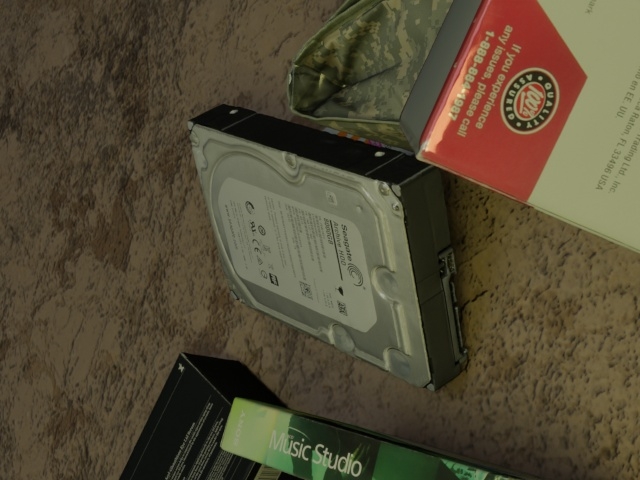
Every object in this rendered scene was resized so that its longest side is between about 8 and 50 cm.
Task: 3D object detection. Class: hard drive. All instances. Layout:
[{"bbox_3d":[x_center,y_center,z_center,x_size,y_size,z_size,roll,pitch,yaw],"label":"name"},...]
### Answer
[{"bbox_3d":[0.000,0.000,1.258,0.339,0.064,0.237,21,132,45],"label":"hard drive"}]

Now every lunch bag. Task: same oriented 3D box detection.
[{"bbox_3d":[0.139,-0.156,1.129,0.287,0.235,0.169,-7,79,44],"label":"lunch bag"}]

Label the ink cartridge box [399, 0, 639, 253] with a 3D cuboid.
[{"bbox_3d":[0.289,-0.119,0.863,0.160,0.384,0.279,-97,31,-78],"label":"ink cartridge box"}]

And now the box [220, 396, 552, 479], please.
[{"bbox_3d":[0.099,0.212,1.070,0.322,0.232,0.059,6,79,45],"label":"box"}]

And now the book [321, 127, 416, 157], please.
[{"bbox_3d":[0.052,-0.102,1.351,0.144,0.035,0.096,-37,59,31],"label":"book"}]

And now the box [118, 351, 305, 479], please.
[{"bbox_3d":[-0.134,0.289,1.376,0.184,0.103,0.261,38,106,41],"label":"box"}]
